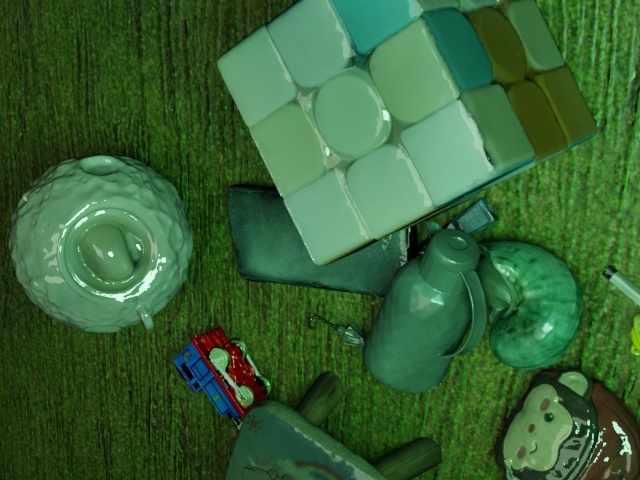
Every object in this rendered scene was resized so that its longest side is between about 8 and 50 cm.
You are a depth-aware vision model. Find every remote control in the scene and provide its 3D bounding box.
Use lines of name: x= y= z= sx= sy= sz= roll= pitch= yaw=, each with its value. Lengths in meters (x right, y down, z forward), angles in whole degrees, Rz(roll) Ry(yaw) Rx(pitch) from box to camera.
remote control: x=0.217 y=-0.012 z=1.802 sx=0.152 sy=0.027 sz=0.043 roll=-37 pitch=77 yaw=35

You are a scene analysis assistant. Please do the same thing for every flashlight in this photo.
flashlight: x=0.456 y=0.070 z=1.659 sx=0.083 sy=0.018 sz=0.018 roll=42 pitch=124 yaw=18

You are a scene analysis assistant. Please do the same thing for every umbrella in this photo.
umbrella: x=0.096 y=0.183 z=1.948 sx=0.269 sy=0.044 sz=0.044 roll=23 pitch=79 yaw=21

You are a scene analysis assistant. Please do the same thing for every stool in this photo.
stool: x=0.015 y=0.424 z=1.957 sx=0.310 sy=0.226 sz=0.310 roll=31 pitch=121 yaw=23

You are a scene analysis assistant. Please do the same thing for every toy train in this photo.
toy train: x=-0.177 y=0.268 z=2.136 sx=0.131 sy=0.083 sz=0.204 roll=-45 pitch=75 yaw=36

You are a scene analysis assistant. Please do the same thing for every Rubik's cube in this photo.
Rubik's cube: x=0.128 y=-0.207 z=1.608 sx=0.346 sy=0.344 sz=0.347 roll=-26 pitch=87 yaw=37

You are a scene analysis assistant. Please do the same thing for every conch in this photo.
conch: x=0.319 y=0.106 z=1.703 sx=0.196 sy=0.134 sz=0.202 roll=-123 pitch=29 yaw=-63

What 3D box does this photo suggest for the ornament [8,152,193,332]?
ornament: x=-0.407 y=0.003 z=2.072 sx=0.337 sy=0.337 sz=0.337 roll=11 pitch=110 yaw=33

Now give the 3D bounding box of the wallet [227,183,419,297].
wallet: x=0.000 y=0.000 z=1.948 sx=0.379 sy=0.046 sz=0.190 roll=5 pitch=108 yaw=34

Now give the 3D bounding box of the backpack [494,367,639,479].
backpack: x=0.390 y=0.315 z=1.714 sx=0.229 sy=0.139 sz=0.229 roll=-3 pitch=85 yaw=30

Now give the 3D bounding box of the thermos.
thermos: x=0.176 y=0.116 z=1.752 sx=0.182 sy=0.145 sz=0.286 roll=58 pitch=146 yaw=33

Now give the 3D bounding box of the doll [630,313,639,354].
doll: x=0.513 y=0.104 z=1.590 sx=0.129 sy=0.081 sz=0.207 roll=29 pitch=130 yaw=-12
